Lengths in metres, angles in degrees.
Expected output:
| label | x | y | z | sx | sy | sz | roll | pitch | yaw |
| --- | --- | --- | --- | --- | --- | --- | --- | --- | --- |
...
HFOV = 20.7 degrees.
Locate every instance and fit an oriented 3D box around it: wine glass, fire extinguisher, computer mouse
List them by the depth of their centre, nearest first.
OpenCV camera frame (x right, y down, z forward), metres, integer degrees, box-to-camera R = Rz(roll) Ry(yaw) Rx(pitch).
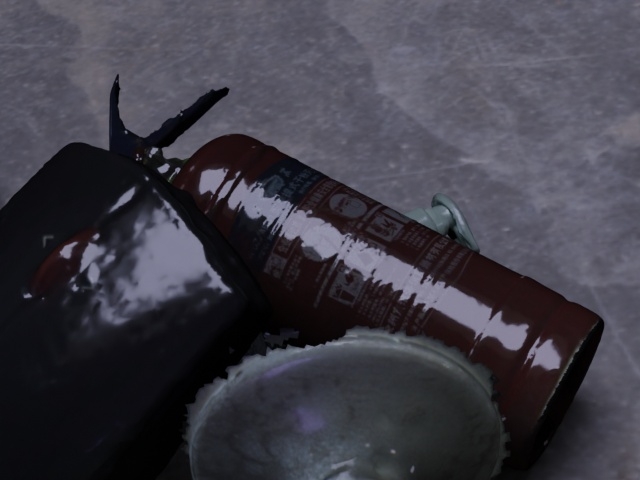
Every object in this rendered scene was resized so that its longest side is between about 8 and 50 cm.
| label | x | y | z | sx | sy | sz | roll | pitch | yaw |
| --- | --- | --- | --- | --- | --- | --- | --- | --- | --- |
| wine glass | 0.023 | 0.213 | 0.800 | 0.190 | 0.190 | 0.357 | -9 | 38 | 4 |
| computer mouse | -0.158 | 0.078 | 0.963 | 0.170 | 0.100 | 0.269 | 40 | 101 | 29 |
| fire extinguisher | 0.000 | 0.000 | 1.035 | 0.344 | 0.102 | 0.138 | 28 | 54 | 15 |

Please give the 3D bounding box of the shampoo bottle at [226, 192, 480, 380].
| label | x | y | z | sx | sy | sz | roll | pitch | yaw |
| --- | --- | --- | --- | --- | --- | --- | --- | --- | --- |
| shampoo bottle | 0.002 | 0.027 | 1.112 | 0.204 | 0.065 | 0.065 | -27 | 43 | -16 |
